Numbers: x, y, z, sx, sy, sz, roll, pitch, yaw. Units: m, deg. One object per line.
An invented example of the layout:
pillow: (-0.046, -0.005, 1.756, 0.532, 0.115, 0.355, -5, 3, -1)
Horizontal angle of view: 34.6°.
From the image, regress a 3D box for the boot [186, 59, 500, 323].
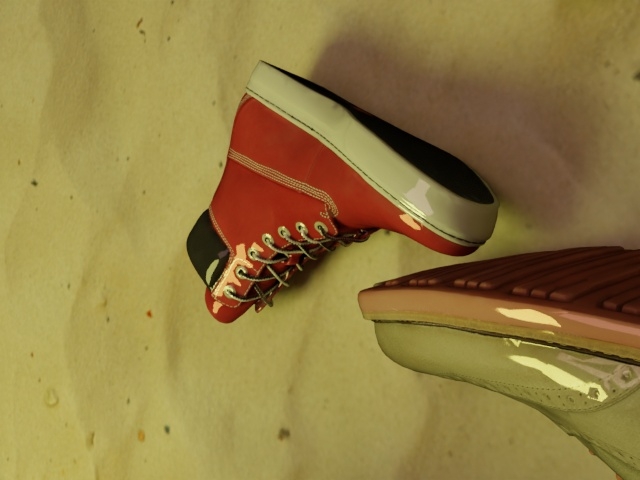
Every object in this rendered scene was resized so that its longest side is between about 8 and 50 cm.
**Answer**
boot: (0.000, 0.000, 0.669, 0.244, 0.088, 0.176, 36, 105, 49)

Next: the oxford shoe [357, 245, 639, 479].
oxford shoe: (0.163, 0.086, 0.471, 0.397, 0.140, 0.146, 10, 107, 52)
